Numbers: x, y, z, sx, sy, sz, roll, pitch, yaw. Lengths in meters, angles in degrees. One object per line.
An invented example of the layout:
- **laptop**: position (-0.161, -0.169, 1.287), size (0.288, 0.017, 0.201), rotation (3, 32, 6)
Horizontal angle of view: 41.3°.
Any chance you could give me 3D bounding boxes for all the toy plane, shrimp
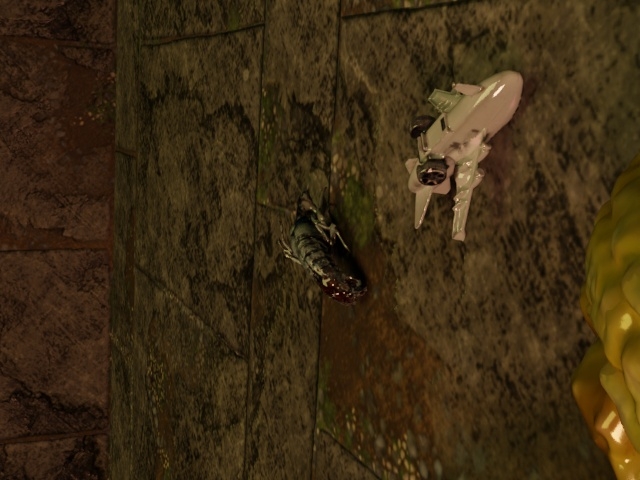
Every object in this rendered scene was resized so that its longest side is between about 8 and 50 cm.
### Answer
- **toy plane**: position (0.117, -0.088, 0.735), size (0.171, 0.066, 0.162), rotation (116, 154, -52)
- **shrimp**: position (-0.003, -0.001, 0.983), size (0.082, 0.076, 0.174), rotation (-52, 41, 21)

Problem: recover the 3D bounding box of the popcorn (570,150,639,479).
- **popcorn**: position (0.215, 0.044, 0.386), size (0.251, 0.206, 0.236), rotation (150, 102, -74)
